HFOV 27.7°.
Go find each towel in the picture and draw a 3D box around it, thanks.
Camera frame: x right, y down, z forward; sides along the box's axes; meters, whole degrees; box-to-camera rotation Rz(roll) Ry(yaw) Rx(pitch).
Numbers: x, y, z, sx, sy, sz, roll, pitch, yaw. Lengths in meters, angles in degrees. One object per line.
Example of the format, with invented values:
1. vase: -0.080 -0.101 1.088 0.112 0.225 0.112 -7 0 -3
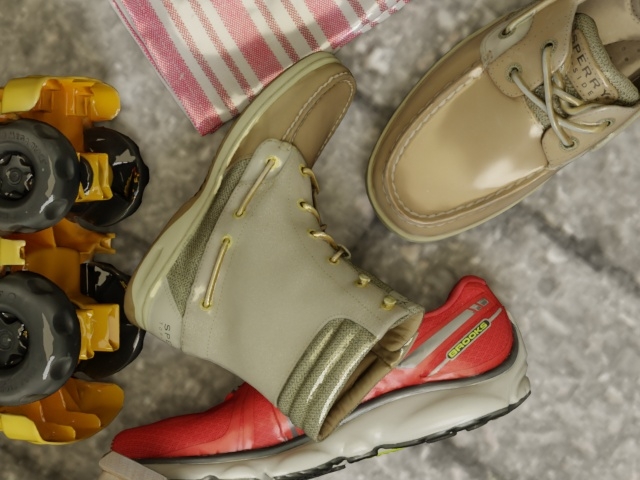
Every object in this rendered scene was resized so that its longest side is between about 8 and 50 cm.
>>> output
1. towel: -0.036 -0.178 0.848 0.197 0.029 0.144 -33 95 2

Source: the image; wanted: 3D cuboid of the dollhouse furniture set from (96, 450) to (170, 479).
1. dollhouse furniture set: -0.255 0.177 0.825 0.356 0.303 0.173 21 70 24

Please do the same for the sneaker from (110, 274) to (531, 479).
1. sneaker: -0.006 0.094 0.852 0.279 0.107 0.118 -15 77 -3

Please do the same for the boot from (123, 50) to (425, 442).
1. boot: 0.000 0.000 0.800 0.165 0.077 0.213 31 80 24

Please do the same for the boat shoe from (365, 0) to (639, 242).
1. boat shoe: 0.157 -0.107 0.822 0.302 0.098 0.109 -35 95 2

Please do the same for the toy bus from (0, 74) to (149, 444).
1. toy bus: -0.226 0.008 0.816 0.211 0.149 0.220 2 93 15
